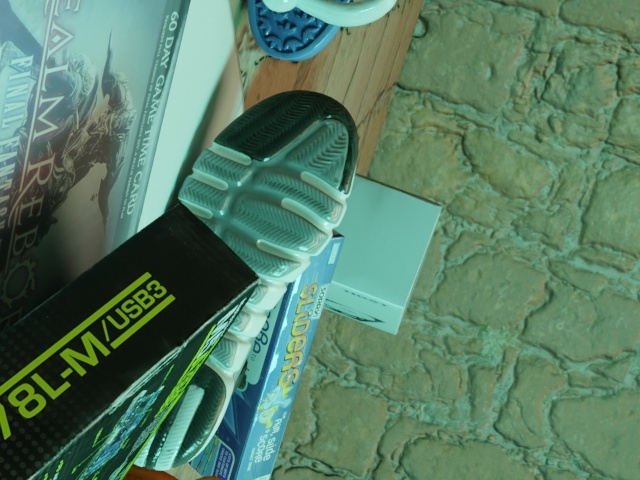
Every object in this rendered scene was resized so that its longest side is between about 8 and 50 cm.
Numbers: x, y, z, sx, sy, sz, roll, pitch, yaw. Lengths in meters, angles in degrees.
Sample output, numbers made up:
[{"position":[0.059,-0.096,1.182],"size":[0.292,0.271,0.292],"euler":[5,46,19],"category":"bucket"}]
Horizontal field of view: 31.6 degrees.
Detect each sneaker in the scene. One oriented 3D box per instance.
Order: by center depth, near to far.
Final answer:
[{"position":[-0.055,0.021,0.670],"size":[0.229,0.086,0.132],"euler":[-60,179,-5],"category":"sneaker"},{"position":[0.014,-0.235,0.809],"size":[0.090,0.081,0.232],"euler":[9,99,-77],"category":"sneaker"}]

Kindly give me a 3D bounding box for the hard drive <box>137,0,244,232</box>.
[{"position":[-0.097,-0.050,0.573],"size":[0.307,0.040,0.203],"euler":[92,18,-74],"category":"hard drive"}]

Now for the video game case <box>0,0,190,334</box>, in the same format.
[{"position":[-0.120,-0.012,0.309],"size":[0.274,0.026,0.196],"euler":[-34,145,-62],"category":"video game case"}]

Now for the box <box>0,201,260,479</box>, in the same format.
[{"position":[-0.119,0.095,0.370],"size":[0.184,0.045,0.191],"euler":[-45,174,-42],"category":"box"}]

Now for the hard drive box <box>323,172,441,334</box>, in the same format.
[{"position":[0.000,0.000,0.972],"size":[0.232,0.181,0.089],"euler":[74,36,-79],"category":"hard drive box"}]

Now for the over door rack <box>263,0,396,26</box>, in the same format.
[{"position":[-0.005,-0.272,0.398],"size":[0.239,0.108,0.324],"euler":[76,17,-77],"category":"over door rack"}]

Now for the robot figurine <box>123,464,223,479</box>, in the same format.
[{"position":[-0.130,0.205,0.661],"size":[0.219,0.128,0.158],"euler":[-43,145,-79],"category":"robot figurine"}]

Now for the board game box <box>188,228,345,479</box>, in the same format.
[{"position":[-0.067,0.057,0.768],"size":[0.035,0.136,0.201],"euler":[-7,123,-45],"category":"board game box"}]
